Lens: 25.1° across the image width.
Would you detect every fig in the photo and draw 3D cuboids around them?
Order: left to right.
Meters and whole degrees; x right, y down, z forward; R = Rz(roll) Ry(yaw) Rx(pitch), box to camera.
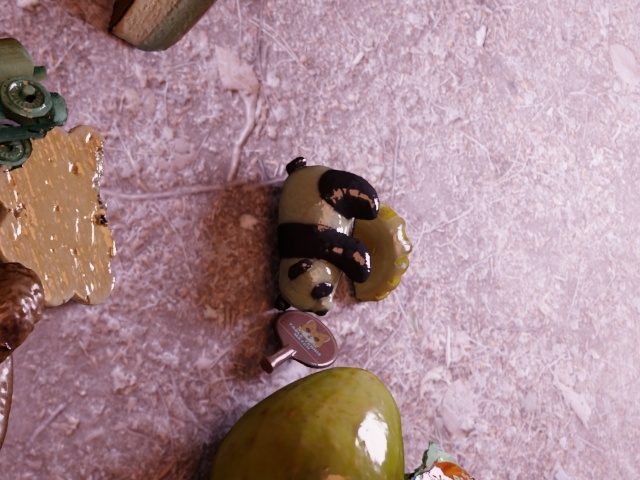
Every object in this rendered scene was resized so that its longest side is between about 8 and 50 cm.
[{"bbox_3d":[0.001,0.309,1.998,0.258,0.258,0.326,53,49,-19],"label":"fig"}]

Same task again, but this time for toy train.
[{"bbox_3d":[-0.464,-0.179,1.783,0.307,0.126,0.189,-14,72,-38],"label":"toy train"}]

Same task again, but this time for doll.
[{"bbox_3d":[0.000,-0.001,2.126,0.135,0.143,0.234,8,79,-20],"label":"doll"}]

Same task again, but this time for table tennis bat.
[{"bbox_3d":[-0.061,0.187,2.124,0.107,0.119,0.170,44,33,11],"label":"table tennis bat"}]

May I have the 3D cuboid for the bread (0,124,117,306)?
[{"bbox_3d":[-0.358,-0.035,1.910,0.182,0.039,0.251,-2,84,-37],"label":"bread"}]

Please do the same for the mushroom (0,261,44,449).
[{"bbox_3d":[-0.491,0.154,1.658,0.345,0.239,0.345,14,66,-33],"label":"mushroom"}]

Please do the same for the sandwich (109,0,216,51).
[{"bbox_3d":[-0.186,-0.382,2.006,0.108,0.186,0.220,30,66,-28],"label":"sandwich"}]

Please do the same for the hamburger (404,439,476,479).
[{"bbox_3d":[0.115,0.451,2.129,0.276,0.150,0.260,-50,144,-39],"label":"hamburger"}]

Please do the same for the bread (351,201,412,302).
[{"bbox_3d":[0.098,0.013,2.211,0.083,0.094,0.157,-11,92,-45],"label":"bread"}]
